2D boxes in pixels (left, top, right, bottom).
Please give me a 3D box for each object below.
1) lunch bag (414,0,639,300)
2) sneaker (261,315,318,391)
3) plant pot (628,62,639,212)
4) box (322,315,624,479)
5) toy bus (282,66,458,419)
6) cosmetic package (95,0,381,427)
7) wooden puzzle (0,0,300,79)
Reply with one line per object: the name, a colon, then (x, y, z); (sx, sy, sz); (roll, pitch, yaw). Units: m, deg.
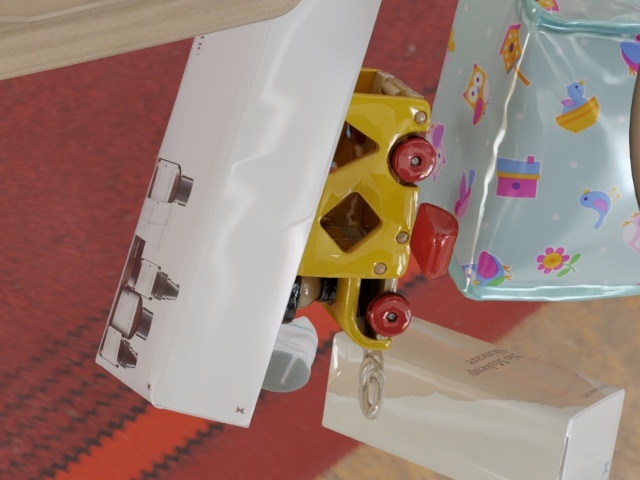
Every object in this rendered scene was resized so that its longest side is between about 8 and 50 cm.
lunch bag: (0.218, -0.079, 1.125); (0.262, 0.160, 0.223); (1, 118, -20)
sneaker: (-0.073, 0.088, 1.298); (0.061, 0.152, 0.054); (-66, 152, -50)
plant pot: (0.279, -0.074, 0.682); (0.284, 0.191, 0.284); (-2, 74, 8)
box: (0.171, 0.192, 1.821); (0.148, 0.311, 0.121); (-17, 119, -54)
toy bus: (0.000, -0.013, 0.991); (0.104, 0.191, 0.202); (3, 61, -17)
cosmetic package: (-0.045, -0.034, 0.826); (0.060, 0.099, 0.239); (16, 91, -29)
wooden puzzle: (-0.108, -0.122, 0.627); (0.221, 0.239, 0.044); (-13, 81, -4)
